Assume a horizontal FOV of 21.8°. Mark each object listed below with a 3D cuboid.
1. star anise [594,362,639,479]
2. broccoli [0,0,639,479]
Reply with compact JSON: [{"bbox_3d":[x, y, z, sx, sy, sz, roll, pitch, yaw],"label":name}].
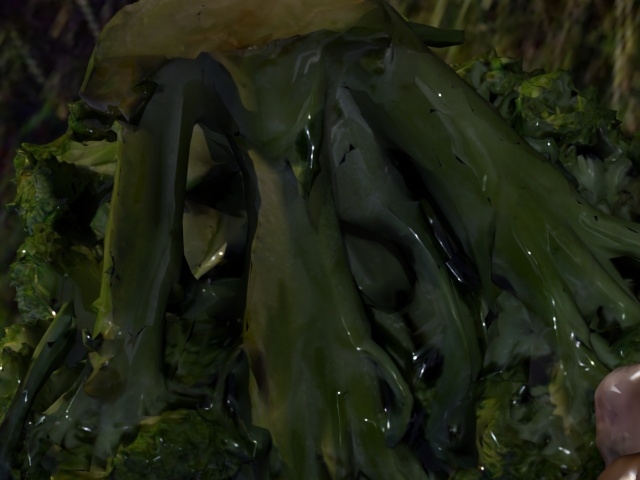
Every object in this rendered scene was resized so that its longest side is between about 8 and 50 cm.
[{"bbox_3d":[0.090,0.127,0.434,0.099,0.214,0.220,11,-168,31],"label":"star anise"},{"bbox_3d":[0.000,0.000,0.675,0.321,0.304,0.283,-17,134,-3],"label":"broccoli"}]
